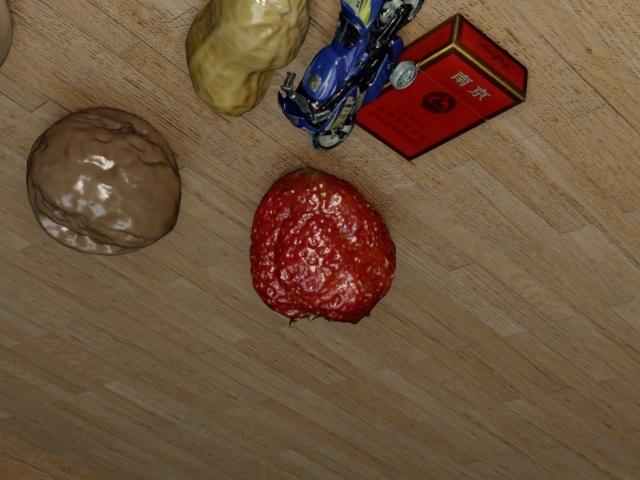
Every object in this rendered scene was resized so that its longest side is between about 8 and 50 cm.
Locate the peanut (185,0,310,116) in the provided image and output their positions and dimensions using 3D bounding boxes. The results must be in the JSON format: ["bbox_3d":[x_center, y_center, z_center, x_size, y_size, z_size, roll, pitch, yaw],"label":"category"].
[{"bbox_3d":[-0.106,-0.282,1.558,0.147,0.147,0.305,23,148,-18],"label":"peanut"}]

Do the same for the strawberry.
[{"bbox_3d":[0.000,0.000,1.896,0.257,0.257,0.276,2,130,14],"label":"strawberry"}]

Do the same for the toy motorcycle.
[{"bbox_3d":[0.036,-0.240,1.525,0.169,0.113,0.315,-14,142,-43],"label":"toy motorcycle"}]

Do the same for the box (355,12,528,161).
[{"bbox_3d":[0.164,-0.217,1.636,0.153,0.074,0.240,35,140,-26],"label":"box"}]

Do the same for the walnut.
[{"bbox_3d":[-0.353,-0.093,1.844,0.273,0.227,0.273,11,148,7],"label":"walnut"}]

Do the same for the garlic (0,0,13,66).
[{"bbox_3d":[-0.592,-0.331,1.645,0.279,0.132,0.325,32,146,-32],"label":"garlic"}]
